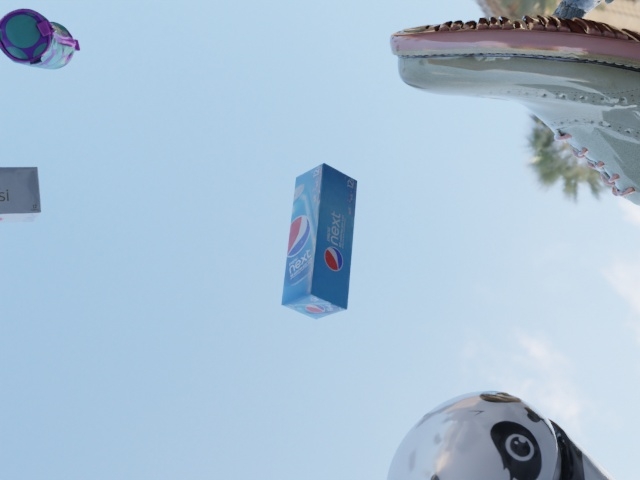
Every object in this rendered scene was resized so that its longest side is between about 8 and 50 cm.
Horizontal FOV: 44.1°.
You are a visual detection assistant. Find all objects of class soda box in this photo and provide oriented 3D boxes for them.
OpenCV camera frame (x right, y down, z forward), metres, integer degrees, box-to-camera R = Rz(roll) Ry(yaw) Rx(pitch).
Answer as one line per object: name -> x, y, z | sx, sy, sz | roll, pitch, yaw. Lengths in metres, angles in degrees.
soda box -> 0.000, 0.000, 1.136 | 0.071, 0.067, 0.210 | 25, -123, -35
soda box -> -0.520, -0.064, 1.136 | 0.216, 0.069, 0.074 | -3, -99, -28

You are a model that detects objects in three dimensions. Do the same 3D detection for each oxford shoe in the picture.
oxford shoe -> 0.245, -0.098, 0.644 | 0.396, 0.147, 0.140 | 12, -157, 12

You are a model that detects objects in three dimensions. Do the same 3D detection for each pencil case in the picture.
pencil case -> -0.351, -0.249, 0.988 | 0.070, 0.152, 0.065 | -10, -79, -5

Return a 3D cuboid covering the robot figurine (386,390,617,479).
robot figurine -> 0.184, 0.250, 0.676 | 0.278, 0.209, 0.174 | 43, -117, -15

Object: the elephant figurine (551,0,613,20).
elephant figurine -> 0.322, -0.342, 0.858 | 0.186, 0.239, 0.169 | 46, -173, -19
